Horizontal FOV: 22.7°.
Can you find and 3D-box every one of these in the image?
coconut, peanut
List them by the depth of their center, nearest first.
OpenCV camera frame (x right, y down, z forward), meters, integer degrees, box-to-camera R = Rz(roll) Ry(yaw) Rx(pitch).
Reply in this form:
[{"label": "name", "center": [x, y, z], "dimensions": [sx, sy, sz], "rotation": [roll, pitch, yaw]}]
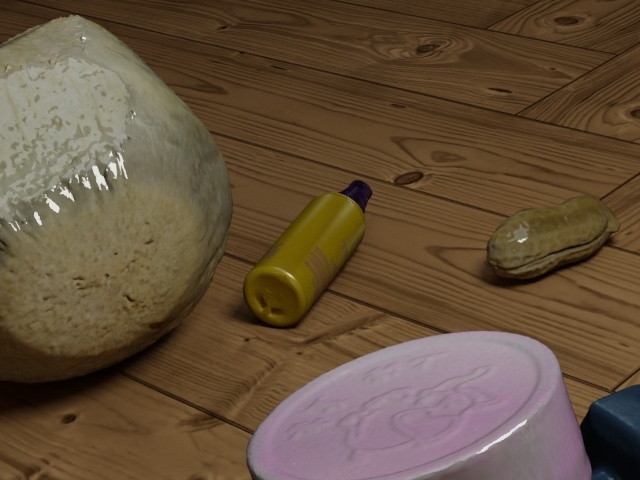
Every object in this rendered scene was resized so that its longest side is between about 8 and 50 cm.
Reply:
[{"label": "coconut", "center": [-0.305, -0.044, 1.713], "dimensions": [0.415, 0.344, 0.415], "rotation": [-5, 30, 3]}, {"label": "peanut", "center": [0.259, -0.007, 1.791], "dimensions": [0.174, 0.080, 0.080], "rotation": [-17, 28, -26]}]

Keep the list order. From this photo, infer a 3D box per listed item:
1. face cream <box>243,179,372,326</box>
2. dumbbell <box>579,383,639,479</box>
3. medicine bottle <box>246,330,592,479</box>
[{"label": "face cream", "center": [0.000, 0.000, 1.837], "dimensions": [0.078, 0.078, 0.273], "rotation": [5, 30, 23]}, {"label": "dumbbell", "center": [0.166, 0.233, 1.267], "dimensions": [0.325, 0.160, 0.144], "rotation": [-18, 57, -21]}, {"label": "medicine bottle", "center": [0.100, 0.245, 1.026], "dimensions": [0.212, 0.325, 0.212], "rotation": [-18, 16, 5]}]
